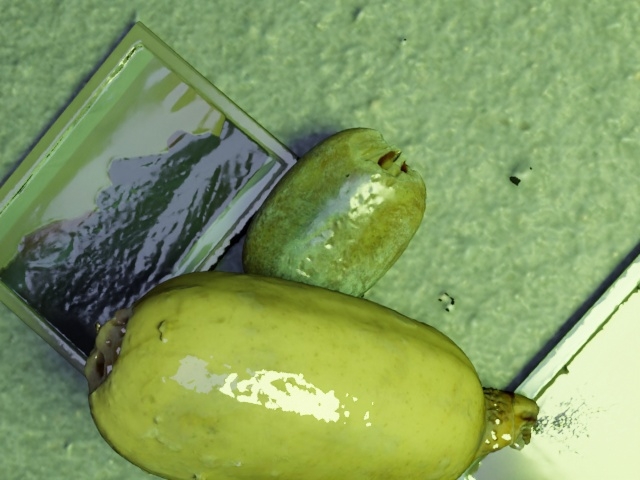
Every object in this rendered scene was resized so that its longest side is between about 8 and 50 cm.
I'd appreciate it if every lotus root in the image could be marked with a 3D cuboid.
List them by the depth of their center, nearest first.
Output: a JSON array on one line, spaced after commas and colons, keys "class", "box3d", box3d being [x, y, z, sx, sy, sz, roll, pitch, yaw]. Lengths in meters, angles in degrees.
[{"class": "lotus root", "box3d": [0.004, 0.119, 0.610, 0.343, 0.169, 0.151, 16, 58, -17]}, {"class": "lotus root", "box3d": [0.000, 0.000, 0.677, 0.113, 0.088, 0.192, 42, 99, 0]}]

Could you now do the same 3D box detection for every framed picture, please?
[{"class": "framed picture", "box3d": [0.276, 0.158, 0.675, 0.232, 0.019, 0.296, 43, 92, 5]}, {"class": "framed picture", "box3d": [-0.169, -0.029, 0.730, 0.192, 0.018, 0.265, 40, 92, 5]}]
